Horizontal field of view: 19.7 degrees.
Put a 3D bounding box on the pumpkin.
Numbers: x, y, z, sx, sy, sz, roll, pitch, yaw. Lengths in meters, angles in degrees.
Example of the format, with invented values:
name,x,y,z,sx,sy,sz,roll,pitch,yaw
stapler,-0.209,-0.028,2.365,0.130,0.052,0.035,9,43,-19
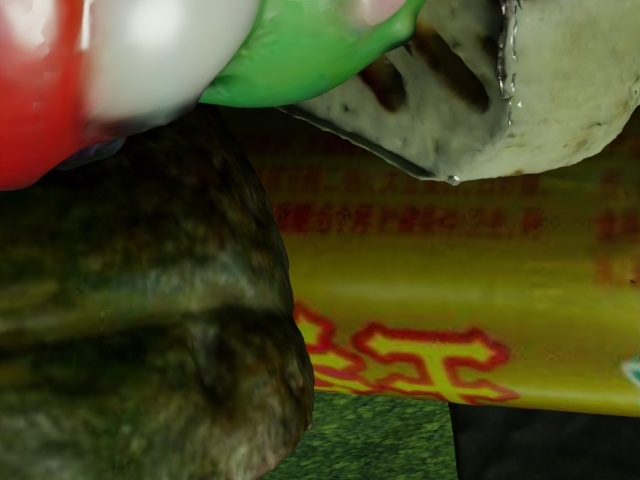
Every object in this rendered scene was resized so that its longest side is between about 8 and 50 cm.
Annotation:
name,x,y,z,sx,sy,sz,roll,pitch,yaw
pumpkin,-0.062,-0.018,0.524,0.163,0.111,0.278,17,-156,13

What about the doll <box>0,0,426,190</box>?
name,x,y,z,sx,sy,sz,roll,pitch,yaw
doll,-0.056,-0.097,0.401,0.363,0.160,0.183,-19,-174,-22

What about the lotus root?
name,x,y,z,sx,sy,sz,roll,pitch,yaw
lotus root,0.054,-0.067,0.590,0.144,0.070,0.143,-11,-155,-34

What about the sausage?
name,x,y,z,sx,sy,sz,roll,pitch,yaw
sausage,-0.001,-0.001,0.693,0.317,0.117,0.125,2,133,22

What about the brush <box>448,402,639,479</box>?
name,x,y,z,sx,sy,sz,roll,pitch,yaw
brush,0.108,0.028,0.749,0.123,0.197,0.059,-14,149,10
